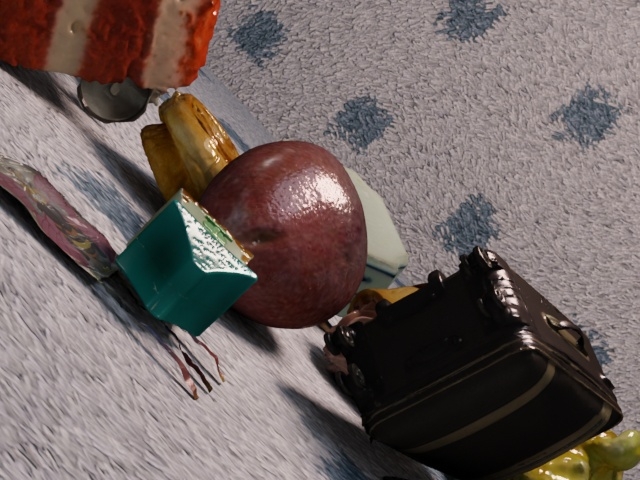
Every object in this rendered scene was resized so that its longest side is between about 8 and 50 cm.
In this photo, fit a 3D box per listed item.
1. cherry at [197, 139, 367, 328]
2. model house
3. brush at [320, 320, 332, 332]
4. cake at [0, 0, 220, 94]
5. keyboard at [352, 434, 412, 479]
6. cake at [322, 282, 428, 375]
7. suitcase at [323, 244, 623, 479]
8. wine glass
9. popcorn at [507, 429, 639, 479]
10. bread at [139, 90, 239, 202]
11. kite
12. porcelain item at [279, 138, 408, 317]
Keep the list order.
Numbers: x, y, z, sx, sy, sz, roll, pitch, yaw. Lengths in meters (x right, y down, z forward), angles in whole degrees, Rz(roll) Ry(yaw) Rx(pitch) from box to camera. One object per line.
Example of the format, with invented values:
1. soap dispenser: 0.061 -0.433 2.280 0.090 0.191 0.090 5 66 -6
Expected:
1. cherry: -0.058 -0.005 1.586 0.307 0.221 0.261 -10 92 -59
2. model house: -0.147 0.027 1.272 0.127 0.100 0.149 44 10 -12
3. brush: 0.041 0.173 2.026 0.164 0.014 0.051 42 9 -35
4. cake: -0.320 -0.401 1.708 0.320 0.270 0.269 7 31 -25
5. keyboard: 0.166 0.328 1.546 0.103 0.041 0.381 2 -20 40
6. cake: 0.083 0.160 1.773 0.178 0.185 0.207 3 47 -21
7. suitcase: 0.228 0.190 1.575 0.434 0.283 0.194 35 30 -51
8. wine glass: -0.328 -0.272 1.923 0.156 0.156 0.232 44 10 -14
9. popcorn: 0.354 0.355 1.883 0.279 0.274 0.335 80 -12 -47
10. bread: -0.177 -0.102 1.744 0.198 0.120 0.236 64 3 38
11. kite: -0.233 0.026 1.255 0.360 0.022 0.204 46 5 4
12. porcelain item: -0.010 -0.018 1.997 0.281 0.157 0.286 21 33 -36
